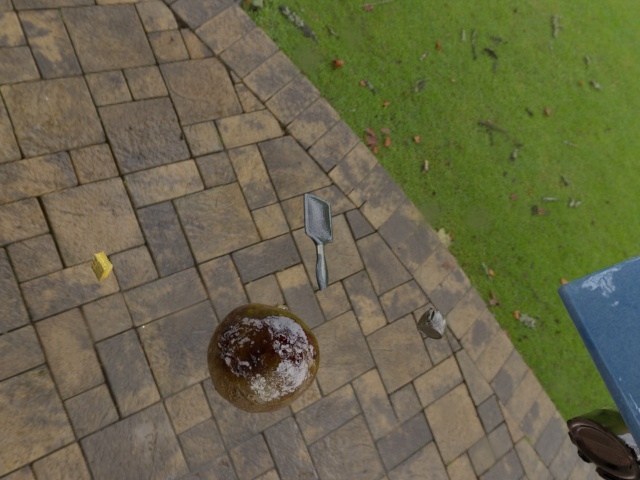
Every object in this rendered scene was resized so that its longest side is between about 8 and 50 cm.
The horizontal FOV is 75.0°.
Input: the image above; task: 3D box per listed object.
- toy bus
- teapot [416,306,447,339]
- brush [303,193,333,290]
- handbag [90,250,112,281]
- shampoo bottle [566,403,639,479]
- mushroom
[{"bbox_3d":[0.321,0.135,0.368,0.134,0.116,0.233,29,40,-46],"label":"toy bus"},{"bbox_3d":[0.311,0.221,1.150,0.068,0.076,0.121,-58,142,-27],"label":"teapot"},{"bbox_3d":[0.000,0.000,0.731,0.063,0.016,0.193,16,56,-31],"label":"brush"},{"bbox_3d":[-0.631,0.075,1.195,0.027,0.083,0.061,-28,80,-48],"label":"handbag"},{"bbox_3d":[0.505,0.224,0.544,0.323,0.129,0.083,-15,78,-6],"label":"shampoo bottle"},{"bbox_3d":[-0.183,0.346,1.252,0.239,0.345,0.344,35,65,-42],"label":"mushroom"}]
